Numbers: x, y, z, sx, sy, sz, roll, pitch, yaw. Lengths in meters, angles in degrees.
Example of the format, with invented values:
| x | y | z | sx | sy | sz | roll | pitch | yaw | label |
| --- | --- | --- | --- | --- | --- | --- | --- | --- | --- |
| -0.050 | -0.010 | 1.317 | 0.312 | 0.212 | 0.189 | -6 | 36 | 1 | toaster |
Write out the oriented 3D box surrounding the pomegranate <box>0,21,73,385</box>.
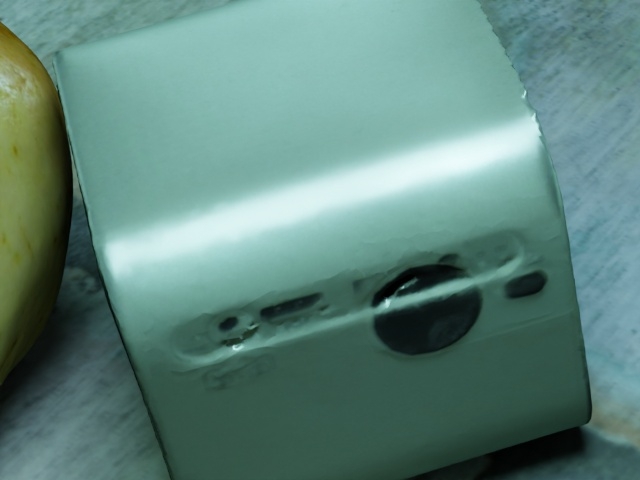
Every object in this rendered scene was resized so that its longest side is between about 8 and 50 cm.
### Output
| x | y | z | sx | sy | sz | roll | pitch | yaw | label |
| --- | --- | --- | --- | --- | --- | --- | --- | --- | --- |
| -0.321 | -0.010 | 1.184 | 0.343 | 0.342 | 0.342 | -7 | 43 | 7 | pomegranate |

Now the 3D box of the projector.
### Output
| x | y | z | sx | sy | sz | roll | pitch | yaw | label |
| --- | --- | --- | --- | --- | --- | --- | --- | --- | --- |
| 0.000 | 0.000 | 1.115 | 0.249 | 0.248 | 0.248 | -16 | 43 | -3 | projector |
